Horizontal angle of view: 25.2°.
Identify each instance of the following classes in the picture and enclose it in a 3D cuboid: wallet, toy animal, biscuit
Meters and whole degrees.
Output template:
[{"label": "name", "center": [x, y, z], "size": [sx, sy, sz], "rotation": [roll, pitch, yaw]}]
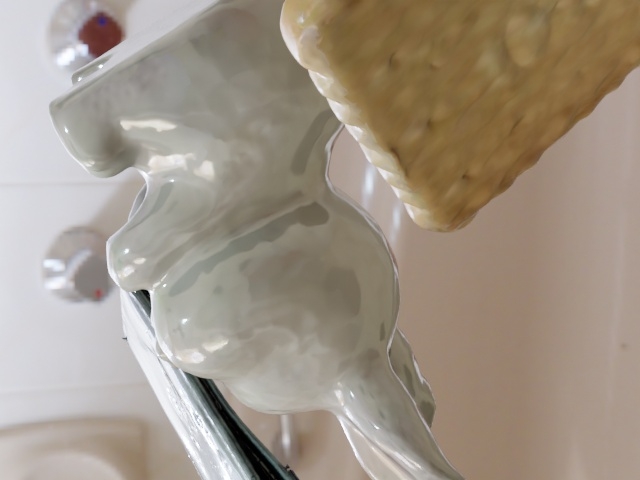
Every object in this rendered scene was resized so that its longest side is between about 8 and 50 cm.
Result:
[{"label": "wallet", "center": [-0.111, 0.174, 1.406], "size": [0.290, 0.054, 0.251], "rotation": [59, 163, 11]}, {"label": "toy animal", "center": [-0.011, 0.001, 0.959], "size": [0.196, 0.241, 0.368], "rotation": [-82, -27, -75]}, {"label": "biscuit", "center": [0.103, -0.119, 0.511], "size": [0.030, 0.249, 0.160], "rotation": [46, 179, 34]}]
